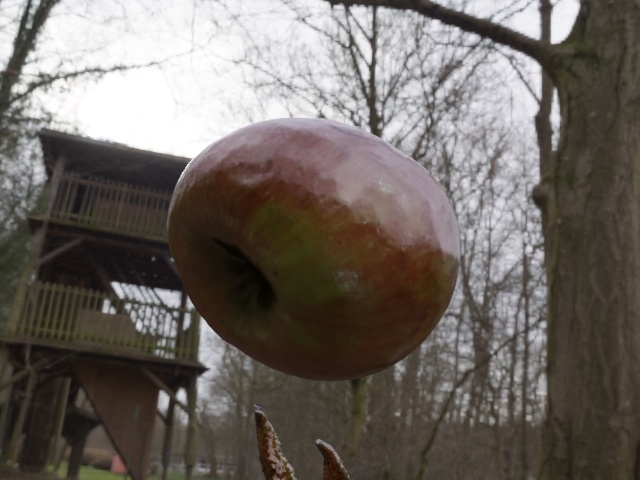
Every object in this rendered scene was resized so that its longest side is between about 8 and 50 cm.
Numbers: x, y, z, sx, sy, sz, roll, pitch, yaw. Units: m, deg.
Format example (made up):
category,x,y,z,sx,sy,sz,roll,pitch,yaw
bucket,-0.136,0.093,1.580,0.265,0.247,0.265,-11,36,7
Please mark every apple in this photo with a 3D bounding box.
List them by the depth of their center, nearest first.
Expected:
category,x,y,z,sx,sy,sz,roll,pitch,yaw
apple,0.000,0.000,0.797,0.309,0.250,0.277,42,-43,10

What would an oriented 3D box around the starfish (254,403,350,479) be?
category,x,y,z,sx,sy,sz,roll,pitch,yaw
starfish,-0.003,0.229,0.490,0.043,0.227,0.240,-21,18,-39
